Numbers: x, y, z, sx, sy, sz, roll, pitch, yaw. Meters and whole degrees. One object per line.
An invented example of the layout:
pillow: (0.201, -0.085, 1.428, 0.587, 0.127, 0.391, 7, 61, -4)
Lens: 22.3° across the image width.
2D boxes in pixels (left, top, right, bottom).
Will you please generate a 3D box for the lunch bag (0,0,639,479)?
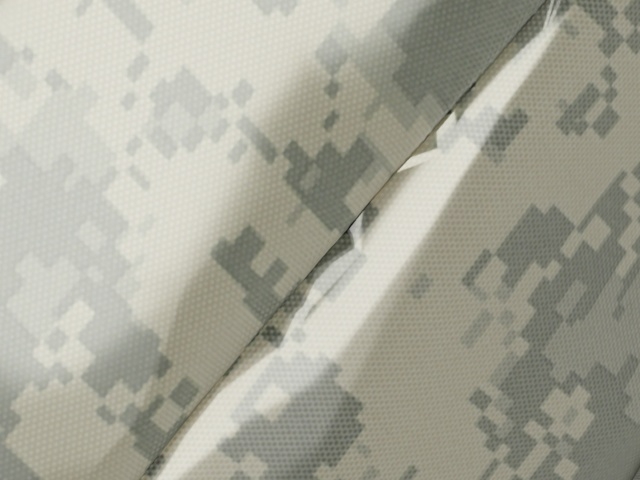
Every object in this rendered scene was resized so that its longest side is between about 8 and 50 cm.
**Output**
lunch bag: (0.000, 0.000, 0.422, 0.256, 0.212, 0.305, 41, 88, -16)
